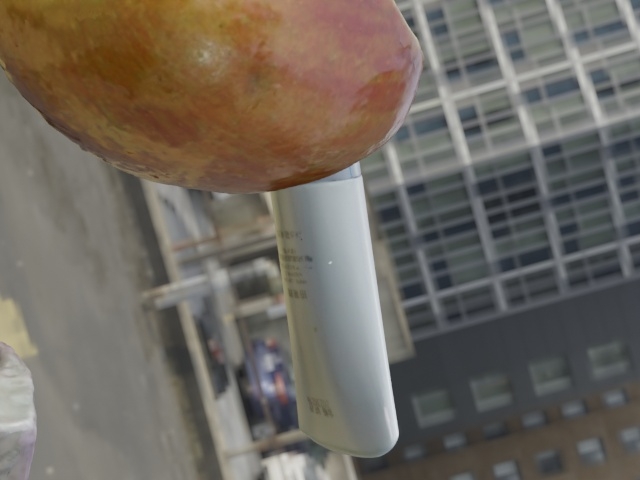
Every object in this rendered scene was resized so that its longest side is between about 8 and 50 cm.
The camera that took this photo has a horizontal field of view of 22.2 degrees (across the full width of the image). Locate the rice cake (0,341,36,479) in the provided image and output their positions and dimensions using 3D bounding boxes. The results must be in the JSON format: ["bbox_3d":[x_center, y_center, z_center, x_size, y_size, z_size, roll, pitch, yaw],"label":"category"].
[{"bbox_3d":[-0.107,0.113,0.392,0.047,0.036,0.207,-114,-141,-54],"label":"rice cake"}]

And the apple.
[{"bbox_3d":[-0.053,-0.105,0.685,0.173,0.160,0.195,19,31,-55],"label":"apple"}]

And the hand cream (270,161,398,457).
[{"bbox_3d":[0.000,0.000,0.928,0.079,0.048,0.255,7,-71,52],"label":"hand cream"}]
